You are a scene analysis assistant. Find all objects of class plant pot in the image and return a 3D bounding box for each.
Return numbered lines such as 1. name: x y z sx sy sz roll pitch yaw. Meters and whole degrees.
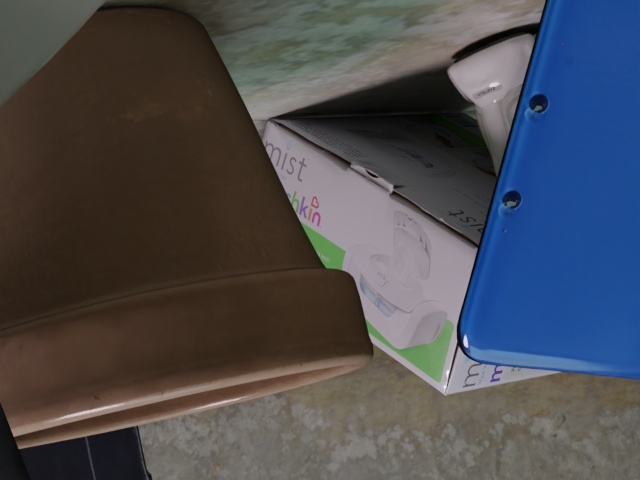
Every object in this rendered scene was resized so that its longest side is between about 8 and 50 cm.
1. plant pot: -0.119 -0.007 0.901 0.263 0.229 0.263 -13 171 -2

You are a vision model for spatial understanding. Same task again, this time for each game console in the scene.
1. game console: 0.229 -0.060 1.072 0.173 0.293 0.250 18 -162 10

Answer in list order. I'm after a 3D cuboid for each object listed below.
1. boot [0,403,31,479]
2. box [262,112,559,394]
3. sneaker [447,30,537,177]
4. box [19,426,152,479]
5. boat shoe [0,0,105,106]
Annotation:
1. boot: -0.294 0.039 0.456 0.367 0.146 0.445 -12 138 -5
2. box: 0.109 -0.004 1.218 0.231 0.127 0.262 -7 -150 -41
3. sneaker: 0.220 -0.099 1.214 0.292 0.118 0.110 -7 168 -44
4. box: -0.355 0.112 1.121 0.395 0.294 0.212 -10 172 -19
5. boat shoe: -0.199 -0.099 0.577 0.340 0.158 0.127 -47 169 15
